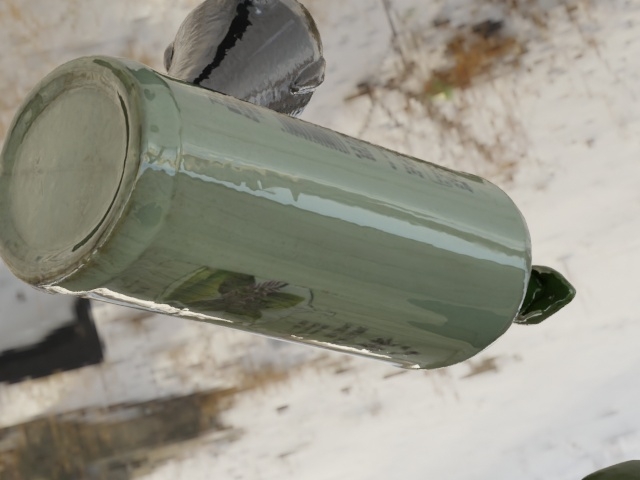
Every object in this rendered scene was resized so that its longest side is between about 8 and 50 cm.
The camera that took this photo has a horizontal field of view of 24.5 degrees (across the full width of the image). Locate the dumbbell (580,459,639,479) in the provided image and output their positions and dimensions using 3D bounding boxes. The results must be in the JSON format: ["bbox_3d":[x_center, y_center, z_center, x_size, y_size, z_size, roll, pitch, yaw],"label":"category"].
[{"bbox_3d":[0.115,0.141,0.584,0.052,0.046,0.118,-17,133,-28],"label":"dumbbell"}]

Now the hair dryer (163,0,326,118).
[{"bbox_3d":[-0.058,-0.226,1.007,0.120,0.359,0.304,9,-161,11],"label":"hair dryer"}]

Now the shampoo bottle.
[{"bbox_3d":[0.000,0.000,0.584,0.234,0.087,0.118,15,171,-35],"label":"shampoo bottle"}]
